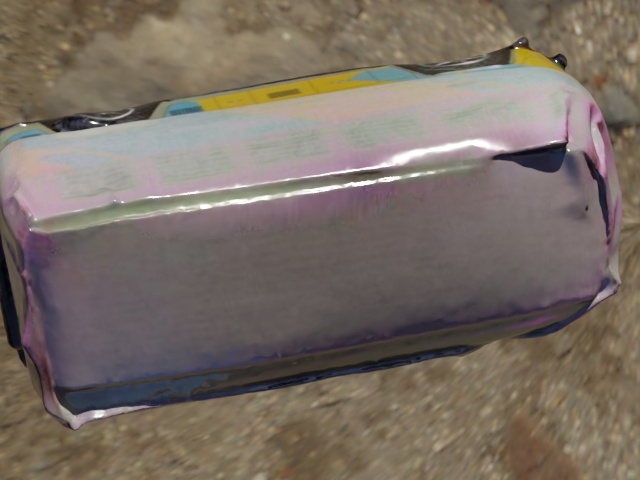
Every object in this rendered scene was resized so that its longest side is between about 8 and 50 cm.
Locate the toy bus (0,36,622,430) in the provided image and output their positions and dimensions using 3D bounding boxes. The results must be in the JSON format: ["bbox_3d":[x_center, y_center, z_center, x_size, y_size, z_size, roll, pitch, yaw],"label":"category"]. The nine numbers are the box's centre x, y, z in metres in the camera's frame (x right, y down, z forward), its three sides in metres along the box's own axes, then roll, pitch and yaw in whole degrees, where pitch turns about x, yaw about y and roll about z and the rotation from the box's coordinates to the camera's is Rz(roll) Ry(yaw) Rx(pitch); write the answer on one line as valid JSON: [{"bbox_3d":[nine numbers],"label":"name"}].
[{"bbox_3d":[0.000,0.000,1.070,0.386,0.162,0.171,-11,116,-9],"label":"toy bus"}]
